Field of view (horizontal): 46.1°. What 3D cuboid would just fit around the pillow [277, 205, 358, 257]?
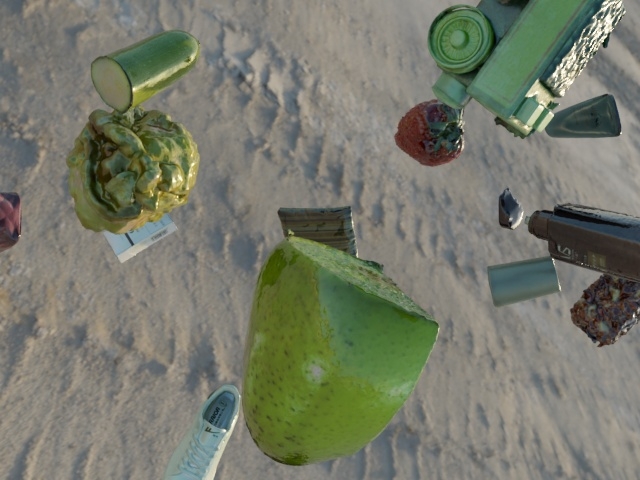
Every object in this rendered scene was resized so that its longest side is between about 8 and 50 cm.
[{"bbox_3d":[0.000,0.000,2.044,0.052,0.208,0.212,-64,148,-54],"label":"pillow"}]

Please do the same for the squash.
[{"bbox_3d":[-0.268,-0.282,1.209,0.095,0.095,0.188,55,48,-5],"label":"squash"}]

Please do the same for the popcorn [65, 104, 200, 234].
[{"bbox_3d":[-0.326,-0.127,1.291,0.259,0.259,0.212,-21,79,-55],"label":"popcorn"}]

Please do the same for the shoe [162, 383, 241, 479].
[{"bbox_3d":[-0.225,0.389,1.430,0.095,0.110,0.265,24,56,-2],"label":"shoe"}]

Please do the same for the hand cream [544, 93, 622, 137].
[{"bbox_3d":[0.520,-0.237,1.506,0.048,0.224,0.083,-16,95,-15],"label":"hand cream"}]

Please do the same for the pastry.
[{"bbox_3d":[0.518,0.084,1.264,0.097,0.208,0.115,45,8,22],"label":"pastry"}]

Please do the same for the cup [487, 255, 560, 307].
[{"bbox_3d":[0.261,0.058,0.959,0.055,0.083,0.075,-82,153,-52],"label":"cup"}]

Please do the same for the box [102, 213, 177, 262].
[{"bbox_3d":[-0.425,-0.022,1.771,0.084,0.154,0.040,51,-13,30],"label":"box"}]

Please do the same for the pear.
[{"bbox_3d":[-0.010,0.171,1.098,0.238,0.318,0.342,19,7,-14],"label":"pear"}]

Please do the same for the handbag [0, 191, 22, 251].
[{"bbox_3d":[-0.792,-0.042,1.747,0.135,0.225,0.147,7,75,-40],"label":"handbag"}]

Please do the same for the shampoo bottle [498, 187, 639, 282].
[{"bbox_3d":[0.296,-0.002,0.790,0.067,0.236,0.068,-22,118,-41],"label":"shampoo bottle"}]

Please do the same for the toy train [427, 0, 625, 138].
[{"bbox_3d":[0.272,-0.281,1.013,0.188,0.272,0.159,42,15,23],"label":"toy train"}]

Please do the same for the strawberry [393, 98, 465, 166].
[{"bbox_3d":[0.216,-0.206,1.463,0.131,0.148,0.131,1,88,-16],"label":"strawberry"}]
